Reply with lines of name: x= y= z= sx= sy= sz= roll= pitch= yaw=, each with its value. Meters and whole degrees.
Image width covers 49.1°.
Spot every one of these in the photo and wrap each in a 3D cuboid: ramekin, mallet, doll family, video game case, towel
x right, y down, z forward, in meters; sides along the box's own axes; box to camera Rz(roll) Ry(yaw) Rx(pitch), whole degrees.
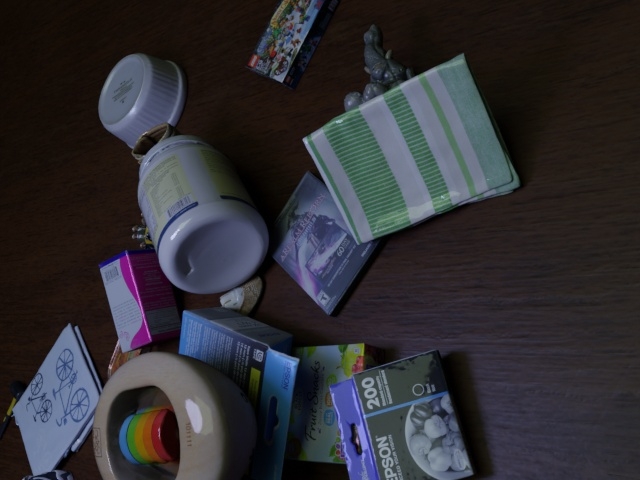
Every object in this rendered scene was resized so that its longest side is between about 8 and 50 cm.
ramekin: x=-0.506 y=-0.395 z=1.958 sx=0.272 sy=0.127 sz=0.273 roll=-15 pitch=66 yaw=37
mallet: x=-0.909 y=0.508 z=2.054 sx=0.062 sy=0.039 sz=0.190 roll=26 pitch=97 yaw=41
doll family: x=-0.415 y=0.019 z=1.750 sx=0.111 sy=0.076 sz=0.193 roll=12 pitch=107 yaw=23
video game case: x=0.000 y=0.000 z=1.439 sx=0.274 sy=0.026 sz=0.196 roll=42 pitch=104 yaw=41
towel: x=0.154 y=-0.143 z=1.229 sx=0.324 sy=0.038 sz=0.248 roll=-21 pitch=105 yaw=28

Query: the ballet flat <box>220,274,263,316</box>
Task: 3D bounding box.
ballet flat: x=-0.201 y=0.160 z=1.527 sx=0.206 sy=0.067 sz=0.073 roll=-58 pitch=44 yaw=8

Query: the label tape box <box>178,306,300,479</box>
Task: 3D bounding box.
label tape box: x=-0.143 y=0.292 z=1.357 sx=0.347 sy=0.115 sz=0.249 roll=14 pitch=99 yaw=43

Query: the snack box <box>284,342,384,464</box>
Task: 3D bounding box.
snack box: x=0.025 y=0.298 z=1.277 sx=0.174 sy=0.070 sz=0.207 roll=-9 pitch=67 yaw=39

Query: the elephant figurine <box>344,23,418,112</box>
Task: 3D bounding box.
elephant figurine: x=0.144 y=-0.279 z=1.336 sx=0.169 sy=0.186 sz=0.239 roll=9 pitch=39 yaw=13

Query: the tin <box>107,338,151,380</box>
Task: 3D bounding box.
tin: x=-0.471 y=0.284 z=1.744 sx=0.106 sy=0.040 sz=0.190 roll=18 pitch=87 yaw=48

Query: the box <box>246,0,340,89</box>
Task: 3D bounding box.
box: x=-0.069 y=-0.489 z=1.661 sx=0.159 sy=0.044 sz=0.233 roll=33 pitch=97 yaw=43

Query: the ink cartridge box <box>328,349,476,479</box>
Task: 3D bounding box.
ink cartridge box: x=0.124 y=0.306 z=1.148 sx=0.208 sy=0.045 sz=0.207 roll=-20 pitch=67 yaw=14

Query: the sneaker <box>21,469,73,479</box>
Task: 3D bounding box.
sneaker: x=-0.674 y=0.672 z=1.701 sx=0.094 sy=0.153 sz=0.235 roll=-37 pitch=53 yaw=28

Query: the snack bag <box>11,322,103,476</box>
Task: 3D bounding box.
snack bag: x=-0.711 y=0.451 z=1.896 sx=0.343 sy=0.037 sz=0.323 roll=-54 pitch=47 yaw=12

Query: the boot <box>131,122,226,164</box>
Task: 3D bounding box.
boot: x=-0.385 y=-0.168 z=1.712 sx=0.261 sy=0.203 sz=0.095 roll=-32 pitch=52 yaw=27

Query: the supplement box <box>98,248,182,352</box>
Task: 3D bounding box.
supplement box: x=-0.423 y=0.141 z=1.658 sx=0.111 sy=0.113 sz=0.220 roll=-22 pitch=79 yaw=34

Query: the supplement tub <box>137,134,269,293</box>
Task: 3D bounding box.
supplement tub: x=-0.269 y=-0.066 z=1.544 sx=0.235 sy=0.235 sz=0.325 roll=-49 pitch=43 yaw=17

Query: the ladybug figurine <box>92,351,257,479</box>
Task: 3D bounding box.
ladybug figurine: x=-0.269 y=0.356 z=1.290 sx=0.449 sy=0.161 sz=0.305 roll=-15 pitch=78 yaw=44
